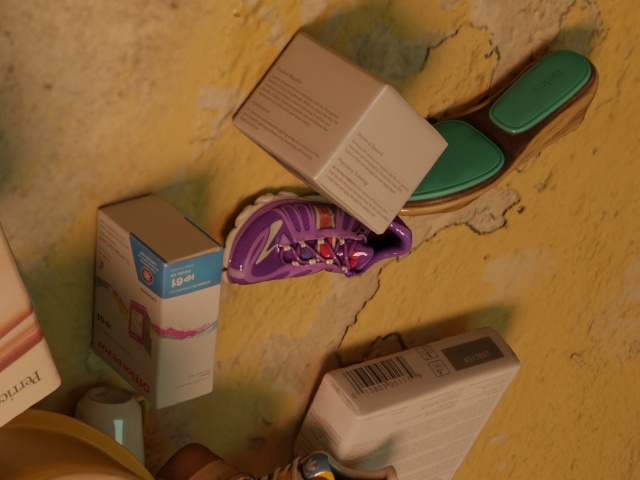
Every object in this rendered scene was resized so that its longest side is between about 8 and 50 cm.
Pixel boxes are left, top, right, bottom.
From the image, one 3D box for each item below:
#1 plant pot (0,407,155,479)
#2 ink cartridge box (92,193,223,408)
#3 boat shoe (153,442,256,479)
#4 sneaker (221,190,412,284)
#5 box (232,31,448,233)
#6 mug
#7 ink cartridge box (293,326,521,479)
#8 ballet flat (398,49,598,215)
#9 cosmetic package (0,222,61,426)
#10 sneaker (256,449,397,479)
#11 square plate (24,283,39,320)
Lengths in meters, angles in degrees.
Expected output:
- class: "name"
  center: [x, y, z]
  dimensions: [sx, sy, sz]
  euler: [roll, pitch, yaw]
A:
- class: "plant pot"
  center: [-0.184, 0.228, 1.098]
  dimensions: [0.254, 0.239, 0.254]
  euler: [4, 80, -24]
- class: "ink cartridge box"
  center: [-0.116, 0.044, 1.224]
  dimensions: [0.052, 0.088, 0.122]
  euler: [-18, 128, -34]
- class: "boat shoe"
  center: [-0.139, 0.282, 1.345]
  dimensions: [0.122, 0.120, 0.324]
  euler: [-8, 141, -56]
- class: "sneaker"
  center: [0.000, 0.000, 1.316]
  dimensions: [0.170, 0.071, 0.068]
  euler: [-15, 126, -35]
- class: "box"
  center: [0.014, -0.078, 1.254]
  dimensions: [0.087, 0.101, 0.102]
  euler: [-54, 140, -1]
- class: "mug"
  center: [-0.158, 0.140, 1.286]
  dimensions: [0.062, 0.078, 0.064]
  euler: [3, 109, -8]
- class: "ink cartridge box"
  center: [0.054, 0.187, 1.523]
  dimensions: [0.189, 0.066, 0.232]
  euler: [-14, 146, -37]
- class: "ballet flat"
  center: [0.135, -0.070, 1.394]
  dimensions: [0.232, 0.080, 0.073]
  euler: [-32, 149, -22]
- class: "cosmetic package"
  center: [-0.268, -0.013, 0.942]
  dimensions: [0.153, 0.129, 0.296]
  euler: [-35, 136, -22]
- class: "sneaker"
  center: [-0.029, 0.204, 1.398]
  dimensions: [0.185, 0.070, 0.084]
  euler: [4, 124, -20]
- class: "square plate"
  center: [-0.355, 0.046, 1.036]
  dimensions: [0.347, 0.049, 0.344]
  euler: [-37, 135, -18]
